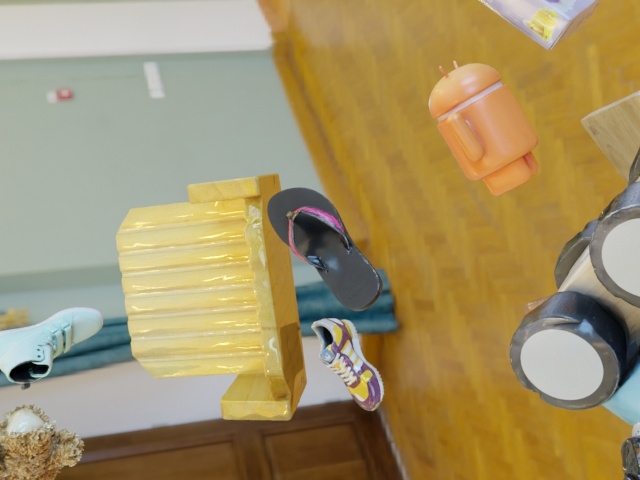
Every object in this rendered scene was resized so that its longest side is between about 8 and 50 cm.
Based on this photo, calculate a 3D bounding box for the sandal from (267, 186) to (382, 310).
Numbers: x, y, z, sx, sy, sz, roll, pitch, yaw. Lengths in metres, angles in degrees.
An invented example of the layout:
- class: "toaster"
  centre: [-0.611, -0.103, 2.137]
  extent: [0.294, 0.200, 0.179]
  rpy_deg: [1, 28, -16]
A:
- class: "sandal"
  centre: [0.000, 0.000, 0.963]
  extent: [0.179, 0.067, 0.040]
  rpy_deg: [49, -170, 34]

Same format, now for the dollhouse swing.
- class: "dollhouse swing"
  centre: [-0.198, 0.086, 1.419]
  extent: [0.315, 0.305, 0.346]
  rpy_deg: [-43, -53, -83]

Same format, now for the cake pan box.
- class: "cake pan box"
  centre: [0.329, -0.430, 1.500]
  extent: [0.246, 0.267, 0.070]
  rpy_deg: [41, 127, 9]

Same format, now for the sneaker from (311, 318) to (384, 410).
- class: "sneaker"
  centre: [0.041, 0.219, 1.609]
  extent: [0.069, 0.084, 0.185]
  rpy_deg: [-51, 51, 30]

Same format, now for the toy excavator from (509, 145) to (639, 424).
- class: "toy excavator"
  centre: [0.467, 0.056, 0.825]
  extent: [0.222, 0.445, 0.433]
  rpy_deg: [-45, -14, -51]

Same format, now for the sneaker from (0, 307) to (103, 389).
- class: "sneaker"
  centre: [-0.572, 0.236, 1.981]
  extent: [0.151, 0.256, 0.094]
  rpy_deg: [40, 138, 45]

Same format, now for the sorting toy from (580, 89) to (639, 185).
- class: "sorting toy"
  centre: [0.679, -0.187, 1.828]
  extent: [0.257, 0.089, 0.255]
  rpy_deg: [53, 170, -2]

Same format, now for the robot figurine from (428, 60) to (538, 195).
- class: "robot figurine"
  centre: [0.253, -0.181, 1.428]
  extent: [0.219, 0.158, 0.128]
  rpy_deg: [59, 162, -3]

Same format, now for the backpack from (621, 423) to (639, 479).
- class: "backpack"
  centre: [0.623, 0.400, 1.458]
  extent: [0.213, 0.263, 0.276]
  rpy_deg: [-75, -29, -46]

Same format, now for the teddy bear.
- class: "teddy bear"
  centre: [-0.501, 0.357, 1.467]
  extent: [0.338, 0.245, 0.113]
  rpy_deg: [-47, 63, 50]

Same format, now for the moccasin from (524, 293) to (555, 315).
- class: "moccasin"
  centre: [0.581, 0.074, 1.813]
  extent: [0.139, 0.380, 0.147]
  rpy_deg: [29, -141, -51]
